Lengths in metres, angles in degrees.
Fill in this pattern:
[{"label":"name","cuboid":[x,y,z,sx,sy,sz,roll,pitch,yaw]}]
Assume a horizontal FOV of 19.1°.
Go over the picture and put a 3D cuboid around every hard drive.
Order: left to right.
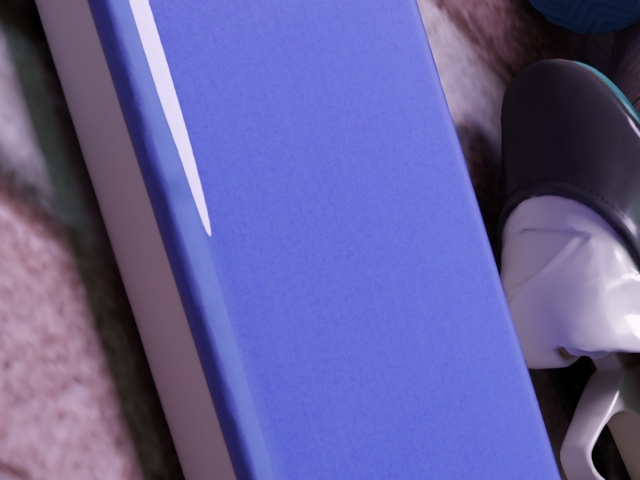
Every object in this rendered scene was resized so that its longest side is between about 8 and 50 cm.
[{"label":"hard drive","cuboid":[0.000,0.000,0.731,0.210,0.040,0.319,-19,92,-57]}]

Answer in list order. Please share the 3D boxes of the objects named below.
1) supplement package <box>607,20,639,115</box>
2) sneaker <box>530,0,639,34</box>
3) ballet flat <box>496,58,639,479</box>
[{"label":"supplement package","cuboid":[0.280,-0.122,0.969,0.199,0.198,0.263,21,59,-11]},{"label":"sneaker","cuboid":[0.122,-0.218,0.970,0.092,0.087,0.229,-34,107,-59]},{"label":"ballet flat","cuboid":[0.138,0.057,0.869,0.096,0.095,0.280,-34,105,-43]}]
